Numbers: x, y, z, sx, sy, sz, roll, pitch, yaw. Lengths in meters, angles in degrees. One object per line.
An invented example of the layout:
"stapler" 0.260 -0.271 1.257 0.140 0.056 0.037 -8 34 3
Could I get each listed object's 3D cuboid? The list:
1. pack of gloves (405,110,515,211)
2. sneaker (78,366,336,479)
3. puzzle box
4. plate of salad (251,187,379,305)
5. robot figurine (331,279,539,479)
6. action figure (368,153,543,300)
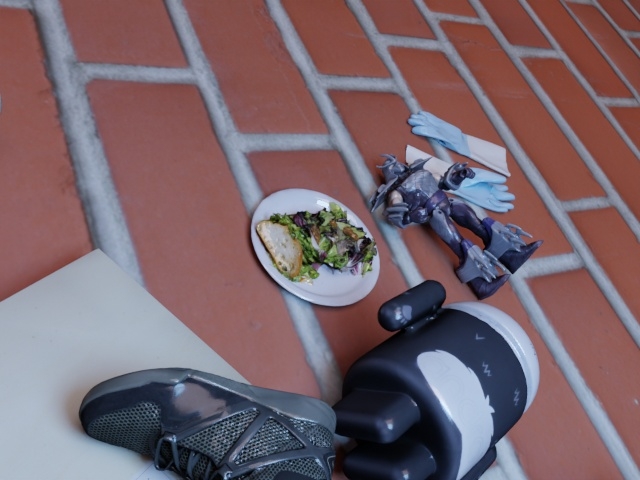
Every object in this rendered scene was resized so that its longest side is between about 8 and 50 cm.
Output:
"pack of gloves" 0.268 -0.157 1.178 0.232 0.046 0.195 20 49 -16
"sneaker" -0.095 0.185 0.539 0.228 0.087 0.130 15 36 -12
"puzzle box" -0.264 0.192 0.556 0.272 0.052 0.409 40 42 11
"plate of salad" 0.000 0.000 0.896 0.200 0.048 0.199 16 49 -19
"robot figurine" 0.136 0.180 0.753 0.174 0.209 0.278 36 42 30
"action figure" 0.200 -0.046 1.014 0.285 0.099 0.185 44 63 13
